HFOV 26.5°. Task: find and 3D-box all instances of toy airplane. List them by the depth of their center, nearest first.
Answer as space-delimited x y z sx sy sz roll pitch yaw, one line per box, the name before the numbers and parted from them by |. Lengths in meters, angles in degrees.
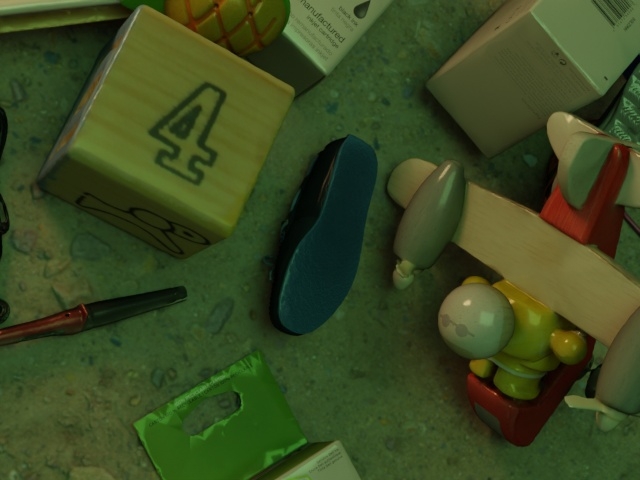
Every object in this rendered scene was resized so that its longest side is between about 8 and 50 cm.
toy airplane | 0.251 0.046 1.553 0.272 0.386 0.384 -19 88 -37

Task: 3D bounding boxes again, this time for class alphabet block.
alphabet block | -0.175 -0.114 1.512 0.197 0.192 0.193 28 73 -17

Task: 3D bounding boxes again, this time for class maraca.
maraca | -0.125 -0.261 1.498 0.186 0.127 0.099 11 45 -16

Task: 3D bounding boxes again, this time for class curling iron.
curling iron | -0.278 0.076 1.518 0.274 0.035 0.068 -6 83 -23

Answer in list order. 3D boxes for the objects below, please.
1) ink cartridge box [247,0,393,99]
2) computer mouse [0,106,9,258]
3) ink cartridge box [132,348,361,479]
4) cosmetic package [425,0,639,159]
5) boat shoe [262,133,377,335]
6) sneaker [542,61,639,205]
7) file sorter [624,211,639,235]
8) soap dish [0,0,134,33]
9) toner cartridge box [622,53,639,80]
ink cartridge box | -0.003 -0.352 1.660 0.211 0.121 0.289 43 68 -10
computer mouse | -0.417 -0.078 1.402 0.072 0.272 0.188 -3 79 16
ink cartridge box | -0.068 0.274 1.538 0.189 0.097 0.255 -29 94 -24
cosmetic package | 0.287 -0.247 1.689 0.138 0.225 0.224 48 56 -6
boat shoe | 0.000 0.000 1.624 0.109 0.089 0.258 38 63 -26
sneaker | 0.395 -0.155 1.746 0.321 0.180 0.124 -44 98 4
file sorter | 0.566 -0.100 1.813 0.182 0.202 0.291 47 67 -5
soap dish | -0.325 -0.342 1.527 0.291 0.118 0.228 -12 85 -24
toner cartridge box | 0.397 -0.406 1.829 0.165 0.075 0.347 -30 87 -14
